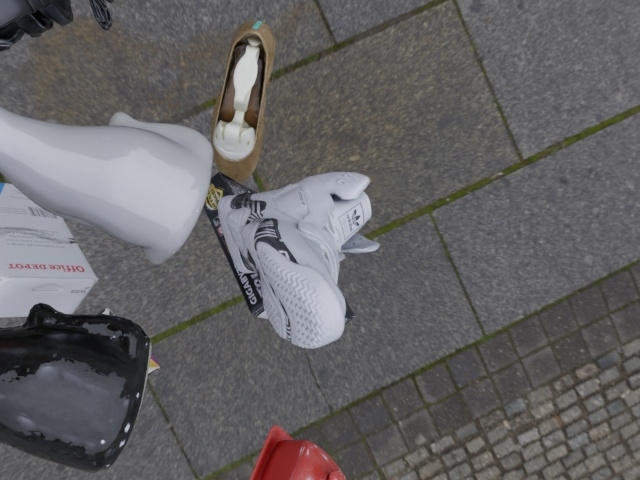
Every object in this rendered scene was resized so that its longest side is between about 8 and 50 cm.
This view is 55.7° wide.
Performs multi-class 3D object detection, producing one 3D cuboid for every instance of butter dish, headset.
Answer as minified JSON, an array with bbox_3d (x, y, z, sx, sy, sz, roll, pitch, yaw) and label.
[{"bbox_3d":[-0.014,0.368,0.898,0.118,0.160,0.159,-27,111,29],"label":"butter dish"},{"bbox_3d":[-0.484,-0.360,0.973,0.244,0.394,0.185,-7,126,26],"label":"headset"}]

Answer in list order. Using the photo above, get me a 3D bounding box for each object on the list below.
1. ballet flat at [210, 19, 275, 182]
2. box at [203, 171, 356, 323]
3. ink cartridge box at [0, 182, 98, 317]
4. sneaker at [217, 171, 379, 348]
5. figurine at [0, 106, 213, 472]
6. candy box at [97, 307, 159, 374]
[{"bbox_3d":[-0.161,-0.274,1.238,0.116,0.124,0.342,14,108,-5],"label":"ballet flat"},{"bbox_3d":[-0.083,0.032,1.198,0.073,0.293,0.295,-37,62,14],"label":"box"},{"bbox_3d":[-0.675,0.017,1.338,0.129,0.223,0.307,-49,63,20],"label":"ink cartridge box"},{"bbox_3d":[0.000,0.000,0.814,0.210,0.366,0.137,-19,116,-16],"label":"sneaker"},{"bbox_3d":[-0.188,-0.002,0.340,0.210,0.092,0.214,23,66,-24],"label":"figurine"},{"bbox_3d":[-0.440,0.251,1.121,0.233,0.159,0.071,-37,52,-10],"label":"candy box"}]
